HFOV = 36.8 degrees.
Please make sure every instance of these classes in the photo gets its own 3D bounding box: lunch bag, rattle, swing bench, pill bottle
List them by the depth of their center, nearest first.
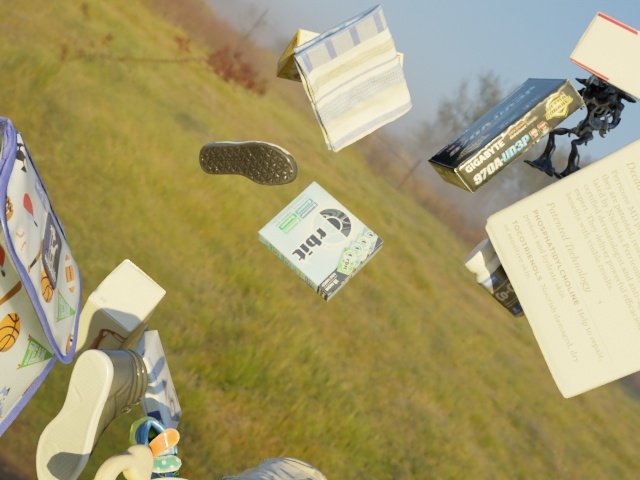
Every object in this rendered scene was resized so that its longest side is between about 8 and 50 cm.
[{"bbox_3d":[-0.469,0.072,1.225,0.239,0.385,0.327,19,-37,21],"label":"lunch bag"},{"bbox_3d":[-0.323,0.372,1.500,0.130,0.143,0.199,55,35,-22],"label":"rattle"},{"bbox_3d":[0.324,0.065,1.703,0.137,0.078,0.078,42,4,-3],"label":"pill bottle"},{"bbox_3d":[-0.079,0.572,1.948,0.253,0.165,0.254,5,67,-70],"label":"swing bench"}]

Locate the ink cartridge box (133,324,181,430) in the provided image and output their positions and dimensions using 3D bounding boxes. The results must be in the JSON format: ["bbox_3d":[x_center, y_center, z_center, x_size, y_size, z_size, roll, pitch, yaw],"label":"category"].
[{"bbox_3d":[-0.372,0.326,2.208,0.224,0.045,0.223,-92,170,-73],"label":"ink cartridge box"}]

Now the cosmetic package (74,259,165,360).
[{"bbox_3d":[-0.502,0.195,2.331,0.129,0.153,0.296,39,-37,0],"label":"cosmetic package"}]

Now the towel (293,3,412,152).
[{"bbox_3d":[0.071,-0.323,1.963,0.034,0.209,0.285,57,-5,42],"label":"towel"}]

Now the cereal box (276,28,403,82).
[{"bbox_3d":[0.040,-0.384,2.111,0.240,0.047,0.173,10,-17,-17],"label":"cereal box"}]

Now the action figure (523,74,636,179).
[{"bbox_3d":[0.545,-0.259,2.008,0.164,0.275,0.141,32,8,39],"label":"action figure"}]

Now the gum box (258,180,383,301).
[{"bbox_3d":[0.000,0.000,1.846,0.184,0.157,0.041,41,-21,14],"label":"gum box"}]

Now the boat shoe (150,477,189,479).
[{"bbox_3d":[-0.201,0.489,1.709,0.255,0.095,0.079,10,-41,1],"label":"boat shoe"}]

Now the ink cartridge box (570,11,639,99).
[{"bbox_3d":[0.578,-0.292,1.686,0.237,0.100,0.172,12,23,-47],"label":"ink cartridge box"}]

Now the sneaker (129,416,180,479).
[{"bbox_3d":[-0.320,0.461,1.902,0.240,0.091,0.126,67,-24,13],"label":"sneaker"}]

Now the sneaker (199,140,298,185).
[{"bbox_3d":[-0.133,-0.166,1.918,0.235,0.084,0.097,13,18,29],"label":"sneaker"}]

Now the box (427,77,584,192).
[{"bbox_3d":[0.286,-0.168,1.510,0.051,0.220,0.175,51,1,-12],"label":"box"}]

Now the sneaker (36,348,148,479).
[{"bbox_3d":[-0.394,0.316,1.700,0.105,0.295,0.147,32,17,23],"label":"sneaker"}]

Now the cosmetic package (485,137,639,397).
[{"bbox_3d":[0.560,0.018,1.578,0.329,0.394,0.327,-7,71,-52],"label":"cosmetic package"}]
